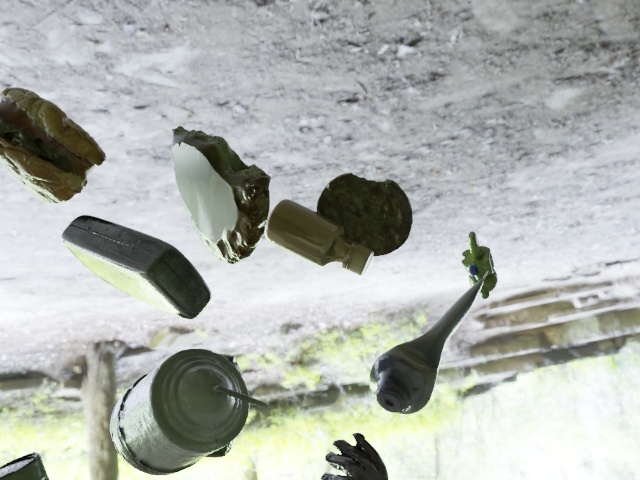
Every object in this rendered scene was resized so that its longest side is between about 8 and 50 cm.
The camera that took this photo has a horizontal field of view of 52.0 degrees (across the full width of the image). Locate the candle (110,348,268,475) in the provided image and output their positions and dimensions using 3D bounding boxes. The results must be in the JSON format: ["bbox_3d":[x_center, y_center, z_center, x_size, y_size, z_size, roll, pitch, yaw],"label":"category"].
[{"bbox_3d":[-0.280,0.344,1.340,0.221,0.221,0.342,1,151,-37],"label":"candle"}]

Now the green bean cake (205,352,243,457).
[{"bbox_3d":[-0.276,0.429,1.712,0.125,0.222,0.227,3,130,9],"label":"green bean cake"}]

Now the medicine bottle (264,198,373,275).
[{"bbox_3d":[0.000,0.000,1.535,0.252,0.114,0.114,26,171,13],"label":"medicine bottle"}]

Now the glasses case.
[{"bbox_3d":[-0.318,0.039,1.108,0.323,0.074,0.131,15,149,42],"label":"glasses case"}]

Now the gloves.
[{"bbox_3d":[0.071,0.481,1.174,0.119,0.285,0.142,-27,135,23],"label":"gloves"}]

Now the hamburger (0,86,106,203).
[{"bbox_3d":[-0.613,-0.212,1.382,0.330,0.162,0.209,22,158,50],"label":"hamburger"}]

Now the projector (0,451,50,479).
[{"bbox_3d":[-0.424,0.504,1.009,0.108,0.337,0.108,-21,-179,0],"label":"projector"}]

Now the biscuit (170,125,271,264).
[{"bbox_3d":[-0.215,-0.110,1.382,0.078,0.329,0.335,-22,-176,-37],"label":"biscuit"}]

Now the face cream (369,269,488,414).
[{"bbox_3d":[0.243,0.235,1.469,0.420,0.137,0.234,-38,159,-48],"label":"face cream"}]

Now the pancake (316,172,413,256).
[{"bbox_3d":[0.107,-0.063,1.600,0.236,0.222,0.042,-7,-159,14],"label":"pancake"}]

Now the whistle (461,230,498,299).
[{"bbox_3d":[0.453,0.070,1.876,0.085,0.105,0.227,-9,128,22],"label":"whistle"}]
